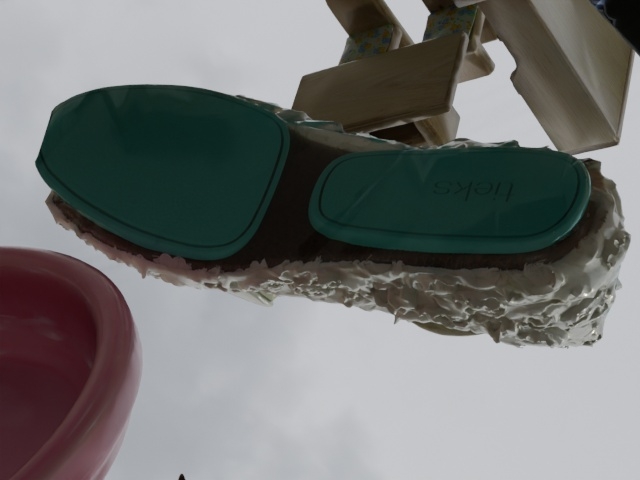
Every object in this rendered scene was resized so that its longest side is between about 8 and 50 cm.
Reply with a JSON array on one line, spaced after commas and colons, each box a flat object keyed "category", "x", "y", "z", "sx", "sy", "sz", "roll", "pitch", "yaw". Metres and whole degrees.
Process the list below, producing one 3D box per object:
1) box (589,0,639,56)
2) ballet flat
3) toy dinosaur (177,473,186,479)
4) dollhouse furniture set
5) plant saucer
[{"category": "box", "x": 0.136, "y": -0.145, "z": 0.598, "sx": 0.077, "sy": 0.147, "sz": 0.180, "roll": -31, "pitch": -149, "yaw": 31}, {"category": "ballet flat", "x": 0.000, "y": 0.000, "z": 1.054, "sx": 0.409, "sy": 0.147, "sz": 0.147, "roll": 12, "pitch": -102, "yaw": 29}, {"category": "toy dinosaur", "x": -0.098, "y": 0.188, "z": 0.900, "sx": 0.112, "sy": 0.211, "sz": 0.064, "roll": -40, "pitch": -96, "yaw": -16}, {"category": "dollhouse furniture set", "x": 0.070, "y": -0.129, "z": 1.153, "sx": 0.242, "sy": 0.161, "sz": 0.212, "roll": -12, "pitch": -135, "yaw": 32}, {"category": "plant saucer", "x": -0.248, "y": 0.126, "z": 0.911, "sx": 0.332, "sy": 0.084, "sz": 0.332, "roll": -14, "pitch": -151, "yaw": 8}]
